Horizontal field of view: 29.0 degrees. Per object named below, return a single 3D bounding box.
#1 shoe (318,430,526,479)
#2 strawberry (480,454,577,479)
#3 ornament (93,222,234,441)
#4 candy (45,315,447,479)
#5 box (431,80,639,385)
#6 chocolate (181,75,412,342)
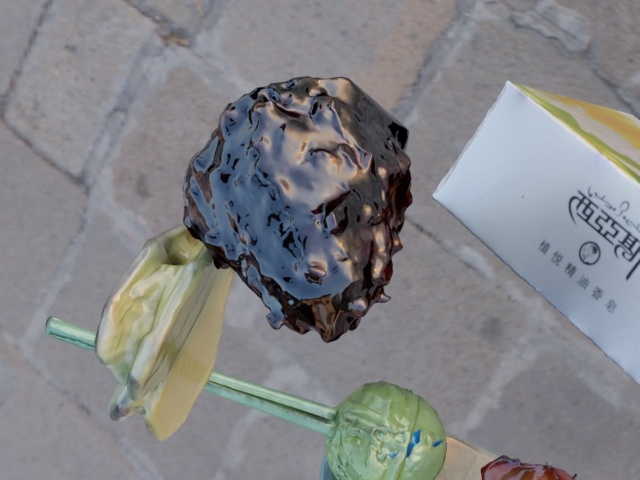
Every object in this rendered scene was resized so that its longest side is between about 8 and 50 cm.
[{"bbox_3d":[0.101,0.228,1.097,0.100,0.251,0.103,-31,46,60],"label":"shoe"},{"bbox_3d":[0.119,0.319,0.945,0.253,0.150,0.280,-13,49,59],"label":"strawberry"},{"bbox_3d":[-0.092,0.038,0.862,0.059,0.201,0.180,27,67,6],"label":"ornament"},{"bbox_3d":[-0.060,0.120,0.985,0.336,0.092,0.093,20,99,0],"label":"candy"},{"bbox_3d":[0.235,0.011,0.858,0.260,0.194,0.111,43,113,32],"label":"box"},{"bbox_3d":[0.000,0.000,0.733,0.156,0.156,0.133,-47,44,24],"label":"chocolate"}]
